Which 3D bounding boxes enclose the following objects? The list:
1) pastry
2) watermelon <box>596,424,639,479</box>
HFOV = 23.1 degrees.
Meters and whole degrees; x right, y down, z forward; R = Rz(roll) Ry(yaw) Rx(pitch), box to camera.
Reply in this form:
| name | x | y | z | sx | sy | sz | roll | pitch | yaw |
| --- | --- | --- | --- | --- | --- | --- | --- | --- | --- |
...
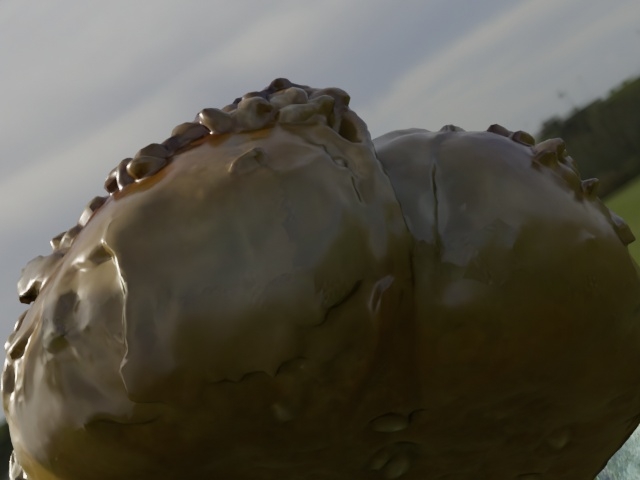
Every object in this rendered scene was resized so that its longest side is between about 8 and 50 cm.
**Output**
| name | x | y | z | sx | sy | sz | roll | pitch | yaw |
| --- | --- | --- | --- | --- | --- | --- | --- | --- | --- |
| pastry | -0.001 | 0.044 | 0.764 | 0.316 | 0.184 | 0.284 | -8 | -39 | -9 |
| watermelon | 0.441 | 0.232 | 1.381 | 0.258 | 0.387 | 0.228 | -27 | -42 | -43 |
